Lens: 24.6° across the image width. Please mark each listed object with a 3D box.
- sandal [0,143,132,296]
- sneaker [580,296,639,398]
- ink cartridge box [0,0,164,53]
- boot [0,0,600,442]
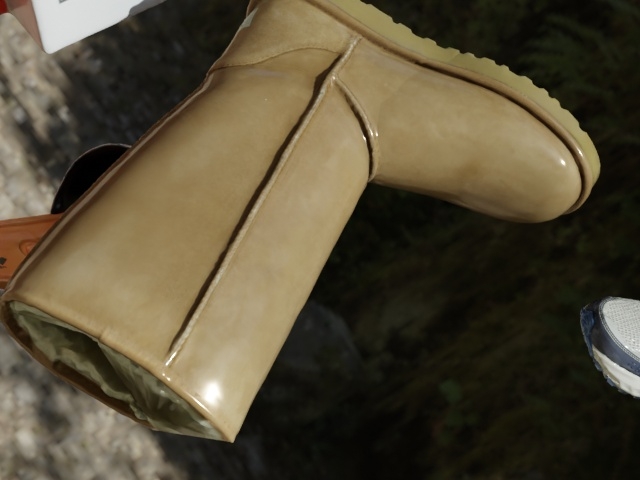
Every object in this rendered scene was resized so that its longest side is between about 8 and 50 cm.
[{"bbox_3d":[-0.121,-0.013,0.882,0.102,0.076,0.265,33,21,21],"label":"sandal"},{"bbox_3d":[0.183,0.046,0.692,0.135,0.058,0.052,16,48,-27],"label":"sneaker"},{"bbox_3d":[-0.181,-0.218,0.781,0.060,0.238,0.275,45,-26,37],"label":"ink cartridge box"},{"bbox_3d":[0.000,0.000,0.780,0.236,0.089,0.269,28,55,5],"label":"boot"}]
